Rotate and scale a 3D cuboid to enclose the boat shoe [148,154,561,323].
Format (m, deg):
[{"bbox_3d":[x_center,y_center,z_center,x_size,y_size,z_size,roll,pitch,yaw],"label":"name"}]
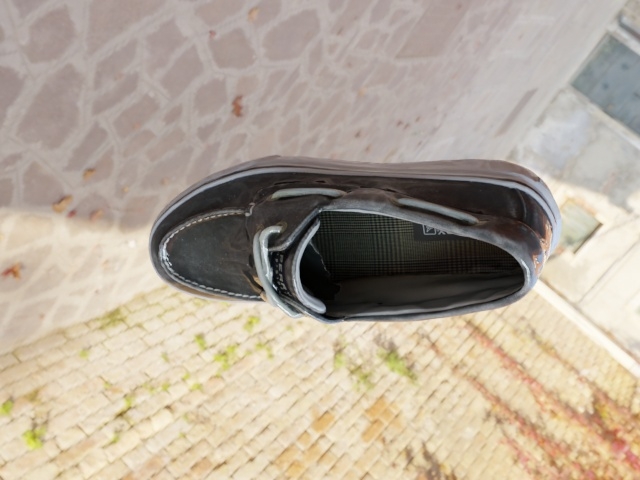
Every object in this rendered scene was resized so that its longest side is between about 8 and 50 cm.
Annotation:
[{"bbox_3d":[0.000,0.000,0.560,0.335,0.121,0.119,-7,-161,24],"label":"boat shoe"}]
